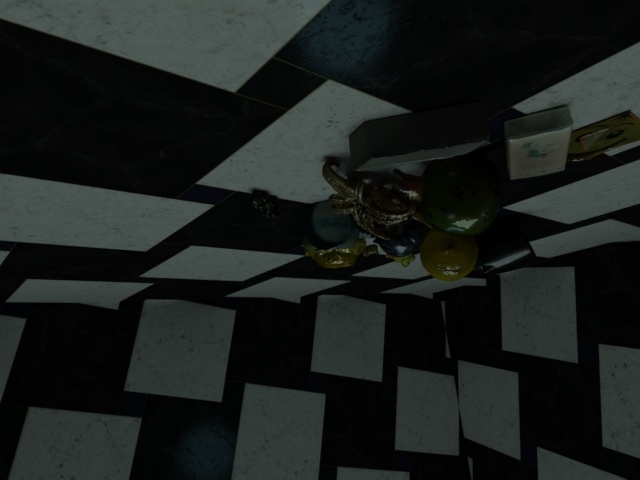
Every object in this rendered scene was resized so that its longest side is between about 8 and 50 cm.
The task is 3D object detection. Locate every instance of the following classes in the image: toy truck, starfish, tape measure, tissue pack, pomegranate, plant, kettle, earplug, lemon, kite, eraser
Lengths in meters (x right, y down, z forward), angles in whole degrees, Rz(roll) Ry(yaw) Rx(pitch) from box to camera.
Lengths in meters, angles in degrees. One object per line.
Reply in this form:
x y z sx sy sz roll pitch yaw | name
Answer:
0.256 0.054 2.572 0.083 0.049 0.054 -12 163 17 | toy truck
0.134 -0.116 1.486 0.303 0.113 0.312 26 163 19 | starfish
0.000 0.000 2.196 0.178 0.087 0.154 -13 175 28 | tape measure
0.639 -0.275 1.467 0.170 0.071 0.325 -12 162 20 | tissue pack
0.388 -0.131 1.505 0.324 0.290 0.291 -14 165 -6 | pomegranate
-0.189 -0.123 1.710 0.087 0.085 0.174 -34 153 9 | plant
0.848 0.034 2.396 0.290 0.268 0.207 -32 119 24 | kettle
0.071 -0.035 1.961 0.185 0.185 0.324 -11 169 16 | earplug
0.599 0.059 2.317 0.293 0.293 0.293 -6 165 -2 | lemon
0.860 -0.316 1.535 0.378 0.013 0.327 -5 164 -1 | kite
0.247 -0.265 1.283 0.353 0.111 0.077 -8 164 8 | eraser

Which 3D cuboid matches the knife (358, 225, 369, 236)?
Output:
0.220 -0.024 2.307 0.080 0.044 0.331 -16 165 31 | knife

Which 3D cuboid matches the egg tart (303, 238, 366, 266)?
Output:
0.074 0.067 2.403 0.319 0.128 0.319 -5 167 -1 | egg tart

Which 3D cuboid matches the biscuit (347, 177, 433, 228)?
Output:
0.238 -0.138 1.647 0.340 0.047 0.216 23 -165 -15 | biscuit

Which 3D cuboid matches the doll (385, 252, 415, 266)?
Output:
0.411 0.055 2.541 0.143 0.135 0.221 -43 149 8 | doll

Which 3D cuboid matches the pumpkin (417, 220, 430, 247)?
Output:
0.342 -0.041 2.070 0.219 0.162 0.219 -26 155 -14 | pumpkin

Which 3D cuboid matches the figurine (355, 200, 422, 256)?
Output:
0.239 -0.055 1.784 0.175 0.265 0.197 -42 159 -2 | figurine
